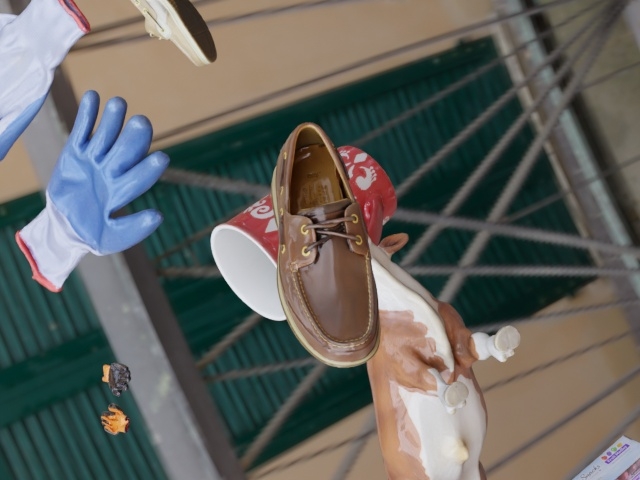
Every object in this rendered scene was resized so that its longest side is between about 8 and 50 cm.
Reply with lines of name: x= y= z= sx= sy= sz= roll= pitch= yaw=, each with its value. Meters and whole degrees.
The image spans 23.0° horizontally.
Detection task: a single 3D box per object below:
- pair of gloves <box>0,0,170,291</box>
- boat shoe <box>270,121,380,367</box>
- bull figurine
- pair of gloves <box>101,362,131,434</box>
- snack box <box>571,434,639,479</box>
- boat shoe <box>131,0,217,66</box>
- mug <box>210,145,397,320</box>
pair of gloves: x=-0.176 y=-0.070 z=1.002 sx=0.159 sy=0.023 sz=0.198 roll=-42 pitch=78 yaw=37
boat shoe: x=0.000 y=0.000 z=1.040 sx=0.060 sy=0.064 sz=0.178 roll=93 pitch=167 yaw=-55
bull figurine: x=0.095 y=0.133 z=1.339 sx=0.188 sy=0.101 sz=0.310 roll=23 pitch=131 yaw=63
pair of gloves: x=-0.236 y=0.183 z=1.820 sx=0.074 sy=0.010 sz=0.083 roll=-1 pitch=85 yaw=59
snack box: x=0.247 y=0.257 z=1.411 sx=0.037 sy=0.141 sz=0.100 roll=26 pitch=144 yaw=49
boat shoe: x=-0.155 y=-0.225 z=1.559 sx=0.045 sy=0.050 sz=0.135 roll=-33 pitch=97 yaw=24
mug: x=0.002 y=-0.003 z=1.575 sx=0.150 sy=0.169 sz=0.113 roll=36 pitch=147 yaw=24
